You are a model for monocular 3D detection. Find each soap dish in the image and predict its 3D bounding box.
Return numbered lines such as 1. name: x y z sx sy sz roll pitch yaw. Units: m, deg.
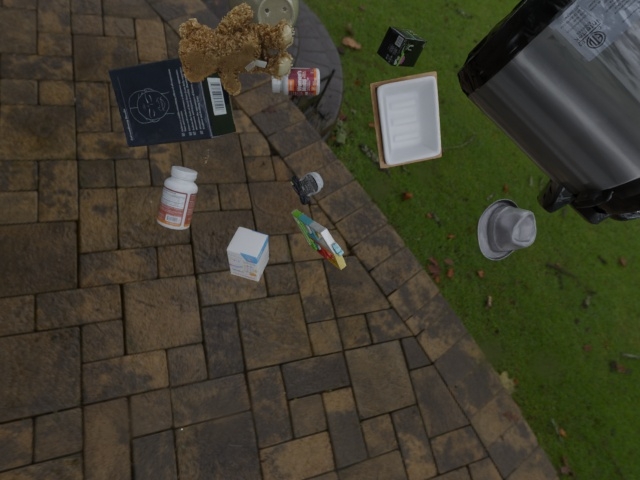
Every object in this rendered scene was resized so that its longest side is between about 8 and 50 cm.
1. soap dish: 0.297 -0.419 1.444 0.228 0.118 0.291 -12 112 -3

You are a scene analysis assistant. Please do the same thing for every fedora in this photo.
1. fedora: 0.759 -0.041 1.629 0.275 0.124 0.244 -13 101 -33

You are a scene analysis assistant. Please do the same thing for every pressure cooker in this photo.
1. pressure cooker: 0.472 -0.243 0.625 0.420 0.370 0.376 43 71 -2

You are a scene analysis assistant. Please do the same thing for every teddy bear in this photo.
1. teddy bear: -0.233 -0.544 1.175 0.337 0.245 0.113 -20 59 -5

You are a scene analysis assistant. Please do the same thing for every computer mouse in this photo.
1. computer mouse: -0.034 -0.177 1.325 0.042 0.193 0.106 -31 99 -24

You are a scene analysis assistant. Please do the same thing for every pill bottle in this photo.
1. pill bottle: -0.117 -0.744 1.928 0.220 0.121 0.121 -2 67 -5
2. pill bottle: -0.526 -0.159 1.527 0.121 0.121 0.216 15 105 -12

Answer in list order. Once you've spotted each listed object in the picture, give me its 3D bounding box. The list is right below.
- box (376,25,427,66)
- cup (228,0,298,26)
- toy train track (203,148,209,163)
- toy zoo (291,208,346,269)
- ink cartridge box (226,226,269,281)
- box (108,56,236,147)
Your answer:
1. box: 0.175 -0.415 0.885 0.083 0.062 0.052 -19 60 -41
2. cup: -0.233 -1.053 1.872 0.330 0.331 0.237 -6 44 -21
3. toy train track: -0.462 -0.342 1.661 0.014 0.048 0.083 20 42 -26
4. toy zoo: 0.000 0.000 1.573 0.030 0.293 0.193 -38 126 -12
5. ink cartridge box: -0.209 0.047 1.207 0.092 0.143 0.090 16 53 7
6. box: -0.576 -0.545 1.630 0.394 0.294 0.212 -1 20 16
